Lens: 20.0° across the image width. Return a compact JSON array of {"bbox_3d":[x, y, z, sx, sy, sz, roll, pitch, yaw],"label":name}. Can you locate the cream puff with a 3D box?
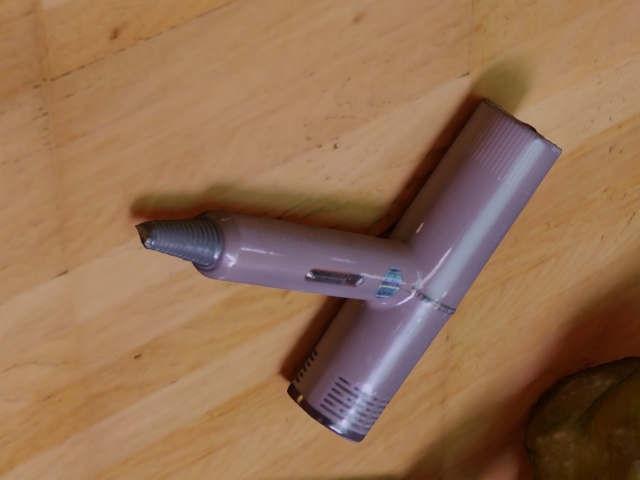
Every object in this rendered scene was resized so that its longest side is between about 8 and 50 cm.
[{"bbox_3d":[0.247,0.173,1.169,0.244,0.196,0.244,1,140,1],"label":"cream puff"}]

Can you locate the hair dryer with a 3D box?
[{"bbox_3d":[0.005,-0.011,0.915,0.220,0.053,0.195,29,98,-47],"label":"hair dryer"}]
